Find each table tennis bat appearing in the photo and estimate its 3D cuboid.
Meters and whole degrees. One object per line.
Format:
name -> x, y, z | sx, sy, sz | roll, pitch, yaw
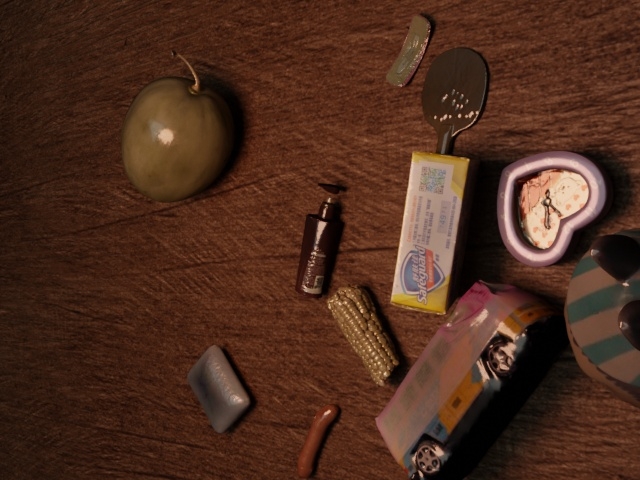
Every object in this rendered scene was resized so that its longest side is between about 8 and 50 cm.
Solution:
table tennis bat -> 0.236, -0.232, 1.335 | 0.131, 0.022, 0.234 | 16, 100, 38

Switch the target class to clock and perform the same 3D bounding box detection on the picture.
clock -> 0.370, -0.063, 1.193 | 0.172, 0.064, 0.198 | 48, 120, 28

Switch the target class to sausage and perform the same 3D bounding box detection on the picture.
sausage -> -0.010, 0.423, 1.554 | 0.043, 0.043, 0.186 | 34, 113, 35

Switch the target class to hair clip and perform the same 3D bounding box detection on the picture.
hair clip -> 0.168, -0.355, 1.384 | 0.054, 0.022, 0.137 | 38, 115, 34

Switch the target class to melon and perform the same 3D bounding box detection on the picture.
melon -> -0.325, -0.230, 1.665 | 0.308, 0.272, 0.271 | -39, 67, 48

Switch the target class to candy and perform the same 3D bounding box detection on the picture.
candy -> -0.240, 0.350, 1.728 | 0.138, 0.071, 0.174 | -50, 62, 29

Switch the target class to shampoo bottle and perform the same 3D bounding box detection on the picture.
shampoo bottle -> -0.002, -0.001, 1.513 | 0.067, 0.068, 0.236 | 24, 106, 40

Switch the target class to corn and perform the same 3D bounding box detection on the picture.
corn -> 0.093, 0.181, 1.435 | 0.087, 0.087, 0.211 | -43, 70, 33

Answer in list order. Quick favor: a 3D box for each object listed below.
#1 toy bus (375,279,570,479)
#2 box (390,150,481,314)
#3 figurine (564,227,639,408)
toy bus -> 0.249, 0.236, 1.242 | 0.162, 0.171, 0.386 | 46, 119, 34
box -> 0.200, -0.019, 1.264 | 0.097, 0.168, 0.265 | 10, 101, 16
figurine -> 0.464, 0.131, 0.918 | 0.361, 0.378, 0.266 | 19, 104, 40
